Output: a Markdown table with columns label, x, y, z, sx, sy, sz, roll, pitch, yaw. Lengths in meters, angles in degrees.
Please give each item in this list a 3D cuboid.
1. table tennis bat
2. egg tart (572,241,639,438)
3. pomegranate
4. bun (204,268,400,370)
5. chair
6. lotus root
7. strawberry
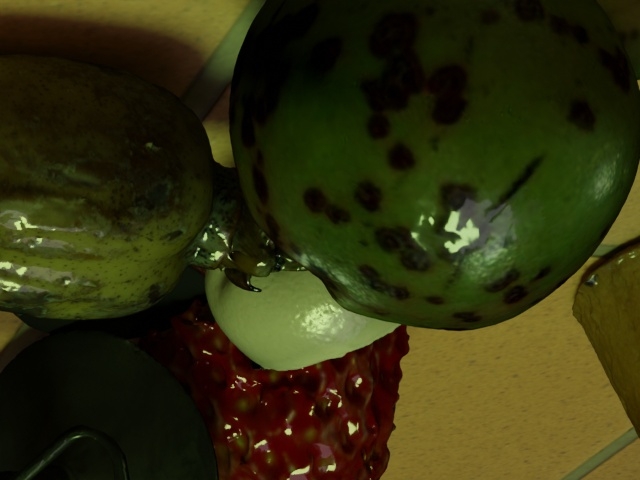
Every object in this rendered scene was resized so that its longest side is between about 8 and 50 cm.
| label | x | y | z | sx | sy | sz | roll | pitch | yaw |
| --- | --- | --- | --- | --- | --- | --- | --- | --- | --- |
| table tennis bat | -0.175 | 0.033 | 1.400 | 0.220 | 0.019 | 0.130 | 14 | 143 | -42 |
| egg tart | 0.308 | 0.087 | 1.547 | 0.203 | 0.147 | 0.202 | -7 | 152 | -4 |
| pomegranate | 0.101 | -0.079 | 1.066 | 0.306 | 0.242 | 0.242 | -22 | 151 | 8 |
| bun | 0.000 | 0.000 | 1.276 | 0.173 | 0.173 | 0.120 | -22 | 107 | 19 |
| chair | -0.265 | 0.176 | 1.261 | 0.226 | 0.226 | 0.401 | -27 | 166 | 27 |
| lotus root | -0.136 | -0.029 | 1.154 | 0.278 | 0.154 | 0.154 | 8 | 148 | -22 |
| strawberry | -0.026 | 0.147 | 1.497 | 0.234 | 0.178 | 0.234 | -9 | 162 | -3 |
